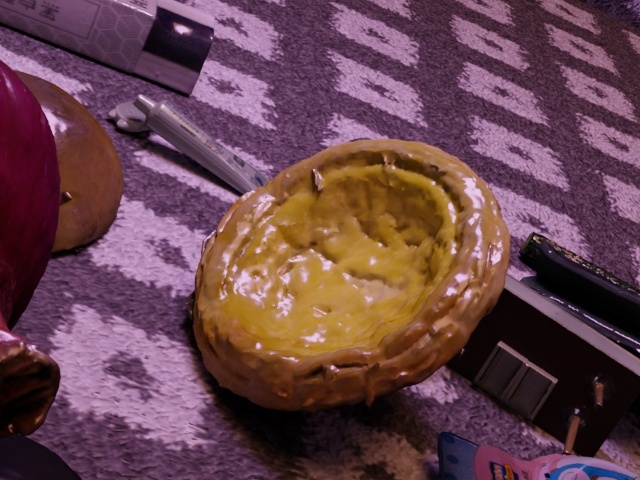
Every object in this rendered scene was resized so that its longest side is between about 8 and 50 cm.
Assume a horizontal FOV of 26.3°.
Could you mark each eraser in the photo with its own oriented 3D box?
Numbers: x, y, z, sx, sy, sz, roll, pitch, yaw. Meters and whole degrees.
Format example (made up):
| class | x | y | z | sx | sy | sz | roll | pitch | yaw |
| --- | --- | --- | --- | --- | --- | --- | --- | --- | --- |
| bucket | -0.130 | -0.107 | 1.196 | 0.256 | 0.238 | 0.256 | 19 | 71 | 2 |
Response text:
| class | x | y | z | sx | sy | sz | roll | pitch | yaw |
| --- | --- | --- | --- | --- | --- | --- | --- | --- | --- |
| eraser | -0.342 | -0.319 | 1.812 | 0.404 | 0.096 | 0.098 | 21 | 26 | -15 |

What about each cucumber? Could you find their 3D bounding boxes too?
| class | x | y | z | sx | sy | sz | roll | pitch | yaw |
| --- | --- | --- | --- | --- | --- | --- | --- | --- | --- |
| cucumber | 0.390 | 0.066 | 1.875 | 0.256 | 0.043 | 0.044 | 29 | 31 | 0 |

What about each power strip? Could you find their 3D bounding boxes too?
| class | x | y | z | sx | sy | sz | roll | pitch | yaw |
| --- | --- | --- | --- | --- | --- | --- | --- | --- | --- |
| power strip | -0.223 | -0.150 | 1.703 | 0.083 | 0.035 | 0.055 | -15 | 47 | -36 |

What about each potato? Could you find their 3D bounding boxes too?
| class | x | y | z | sx | sy | sz | roll | pitch | yaw |
| --- | --- | --- | --- | --- | --- | --- | --- | --- | --- |
| potato | -0.312 | -0.095 | 1.430 | 0.239 | 0.116 | 0.299 | 37 | 29 | 9 |

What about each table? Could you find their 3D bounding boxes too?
| class | x | y | z | sx | sy | sz | roll | pitch | yaw |
| --- | --- | --- | --- | --- | --- | --- | --- | --- | --- |
| table | 0.221 | 0.136 | 1.499 | 0.240 | 0.122 | 0.111 | 33 | 27 | 12 |

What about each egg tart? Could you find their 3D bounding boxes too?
| class | x | y | z | sx | sy | sz | roll | pitch | yaw |
| --- | --- | --- | --- | --- | --- | --- | --- | --- | --- |
| egg tart | 0.033 | 0.051 | 1.370 | 0.345 | 0.132 | 0.345 | -11 | 43 | 11 |

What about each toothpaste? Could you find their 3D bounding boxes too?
| class | x | y | z | sx | sy | sz | roll | pitch | yaw |
| --- | --- | --- | --- | --- | --- | --- | --- | --- | --- |
| toothpaste | -0.137 | -0.109 | 1.678 | 0.218 | 0.041 | 0.064 | 36 | 27 | -11 |

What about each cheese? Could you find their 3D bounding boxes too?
| class | x | y | z | sx | sy | sz | roll | pitch | yaw |
| --- | --- | --- | --- | --- | --- | --- | --- | --- | --- |
| cheese | 0.244 | 0.262 | 1.349 | 0.286 | 0.074 | 0.189 | 23 | 25 | -8 |

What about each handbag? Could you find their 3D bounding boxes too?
| class | x | y | z | sx | sy | sz | roll | pitch | yaw |
| --- | --- | --- | --- | --- | --- | --- | --- | --- | --- |
| handbag | 0.376 | 0.107 | 1.646 | 0.247 | 0.079 | 0.260 | 30 | 0 | 33 |

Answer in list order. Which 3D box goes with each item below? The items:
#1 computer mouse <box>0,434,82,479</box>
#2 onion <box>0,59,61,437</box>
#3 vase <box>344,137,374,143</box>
| class | x | y | z | sx | sy | sz | roll | pitch | yaw |
| --- | --- | --- | --- | --- | --- | --- | --- | --- | --- |
| computer mouse | -0.258 | 0.218 | 0.908 | 0.183 | 0.116 | 0.323 | 25 | 27 | 6 |
| onion | -0.317 | 0.005 | 0.983 | 0.385 | 0.348 | 0.347 | 41 | 29 | 28 |
| vase | 0.089 | -0.033 | 1.730 | 0.086 | 0.086 | 0.214 | 3 | 40 | -41 |
